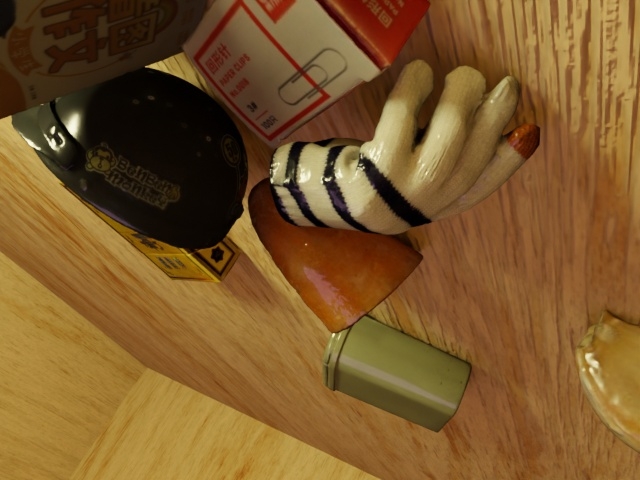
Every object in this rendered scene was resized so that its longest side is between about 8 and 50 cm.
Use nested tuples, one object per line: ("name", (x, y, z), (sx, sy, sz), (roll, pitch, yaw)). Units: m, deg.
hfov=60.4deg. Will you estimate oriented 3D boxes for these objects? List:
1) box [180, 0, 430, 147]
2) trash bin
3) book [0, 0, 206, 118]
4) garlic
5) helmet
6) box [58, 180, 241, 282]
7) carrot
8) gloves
("box", (-0.023, -0.177, 0.468), (0.133, 0.099, 0.182), (43, 151, -20))
("trash bin", (0.134, 0.250, 1.031), (0.247, 0.121, 0.243), (23, 152, 12))
("book", (-0.225, -0.182, 0.471), (0.020, 0.295, 0.208), (58, 155, 2))
("garlic", (0.409, 0.163, 0.599), (0.244, 0.145, 0.164), (1, 110, 42))
("helmet", (-0.199, -0.122, 0.661), (0.278, 0.160, 0.230), (37, -165, -17))
("box", (-0.316, -0.042, 1.035), (0.192, 0.084, 0.301), (-1, 140, 47))
("carrot", (0.000, 0.000, 0.736), (0.225, 0.159, 0.159), (44, 154, 3))
("gloves", (0.076, -0.064, 0.484), (0.218, 0.132, 0.140), (0, 154, 20))
